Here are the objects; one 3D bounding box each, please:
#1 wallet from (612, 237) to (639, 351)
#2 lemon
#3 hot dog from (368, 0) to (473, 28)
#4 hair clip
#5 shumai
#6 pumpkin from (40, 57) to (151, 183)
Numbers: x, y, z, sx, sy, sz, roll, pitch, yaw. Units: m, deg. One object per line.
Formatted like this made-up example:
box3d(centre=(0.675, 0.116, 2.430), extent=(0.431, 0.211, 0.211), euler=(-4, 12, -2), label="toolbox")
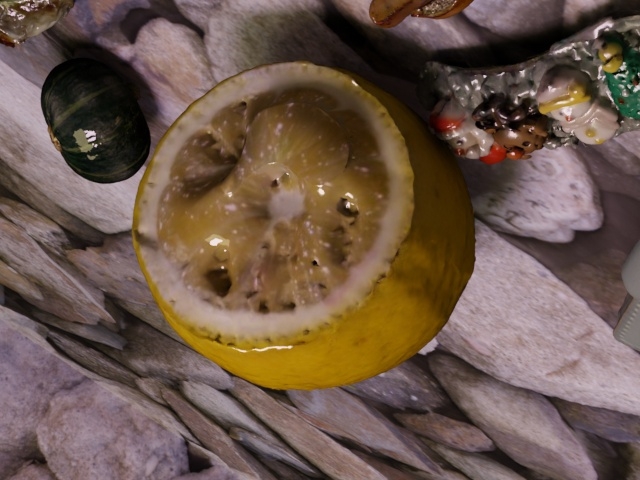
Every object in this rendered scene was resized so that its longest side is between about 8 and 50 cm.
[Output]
box3d(centre=(0.430, 0.054, 1.413), extent=(0.252, 0.083, 0.360), euler=(22, 155, 8), label="wallet")
box3d(centre=(0.000, 0.000, 1.506), extent=(0.364, 0.364, 0.364), euler=(26, 156, 12), label="lemon")
box3d(centre=(0.088, -0.234, 1.262), extent=(0.090, 0.060, 0.140), euler=(47, 156, -24), label="hot dog")
box3d(centre=(0.207, -0.122, 1.305), extent=(0.138, 0.091, 0.321), euler=(38, 157, -24), label="hair clip")
box3d(centre=(-0.356, -0.276, 1.673), extent=(0.099, 0.087, 0.124), euler=(38, 155, -12), label="shumai")
box3d(centre=(-0.282, -0.151, 1.778), extent=(0.125, 0.167, 0.167), euler=(-14, 156, -9), label="pumpkin")
